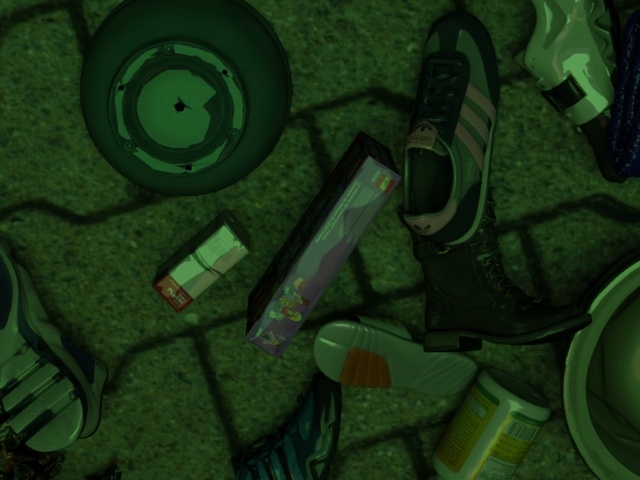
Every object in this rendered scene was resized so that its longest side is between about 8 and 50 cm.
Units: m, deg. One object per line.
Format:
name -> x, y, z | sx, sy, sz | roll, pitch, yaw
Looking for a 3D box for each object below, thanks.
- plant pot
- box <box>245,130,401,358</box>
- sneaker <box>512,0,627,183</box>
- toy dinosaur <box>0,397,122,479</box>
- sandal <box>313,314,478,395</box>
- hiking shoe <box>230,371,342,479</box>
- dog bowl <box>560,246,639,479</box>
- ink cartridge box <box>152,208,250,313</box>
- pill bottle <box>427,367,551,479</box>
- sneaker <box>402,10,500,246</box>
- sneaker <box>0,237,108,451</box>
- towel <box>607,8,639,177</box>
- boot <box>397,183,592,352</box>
plant pot -> -0.182, -0.187, 1.861 | 0.293, 0.196, 0.293 | 0, 103, -2
box -> 0.000, 0.000, 1.910 | 0.057, 0.201, 0.293 | 32, 100, -9
sneaker -> 0.342, -0.230, 1.918 | 0.146, 0.122, 0.331 | -9, 108, 20
toy dinosaur -> -0.415, 0.387, 2.047 | 0.218, 0.164, 0.322 | 1, 123, 13
sandal -> 0.100, 0.160, 2.025 | 0.265, 0.076, 0.102 | 16, 119, -27
hiking shoe -> -0.060, 0.321, 2.032 | 0.132, 0.113, 0.304 | 19, 103, -7
dog bowl -> 0.528, 0.174, 1.996 | 0.407, 0.150, 0.408 | 0, 105, -1
ink cartridge box -> -0.163, 0.028, 1.963 | 0.135, 0.099, 0.056 | -41, 102, 9
pill bottle -> 0.233, 0.299, 2.034 | 0.117, 0.117, 0.208 | 27, 101, -8
sneaker -> 0.165, -0.156, 1.872 | 0.112, 0.131, 0.319 | -3, 84, 31
sneaker -> -0.402, 0.162, 1.981 | 0.127, 0.182, 0.315 | -34, 73, 5
towel -> 0.529, -0.193, 1.880 | 0.308, 0.076, 0.228 | -3, 105, -28
boot -> 0.231, 0.032, 1.920 | 0.263, 0.091, 0.229 | -8, 81, 25
